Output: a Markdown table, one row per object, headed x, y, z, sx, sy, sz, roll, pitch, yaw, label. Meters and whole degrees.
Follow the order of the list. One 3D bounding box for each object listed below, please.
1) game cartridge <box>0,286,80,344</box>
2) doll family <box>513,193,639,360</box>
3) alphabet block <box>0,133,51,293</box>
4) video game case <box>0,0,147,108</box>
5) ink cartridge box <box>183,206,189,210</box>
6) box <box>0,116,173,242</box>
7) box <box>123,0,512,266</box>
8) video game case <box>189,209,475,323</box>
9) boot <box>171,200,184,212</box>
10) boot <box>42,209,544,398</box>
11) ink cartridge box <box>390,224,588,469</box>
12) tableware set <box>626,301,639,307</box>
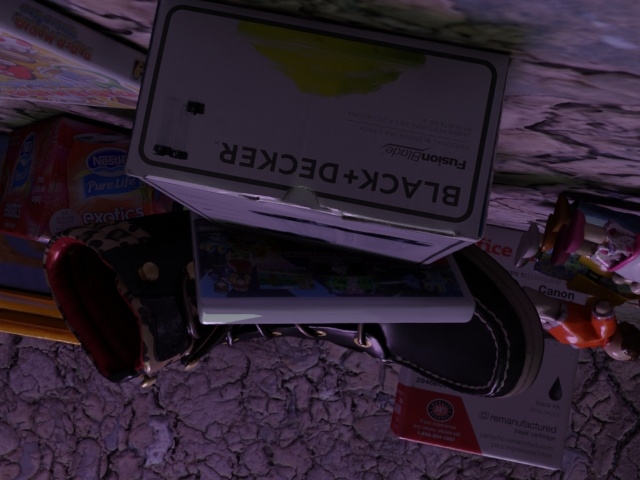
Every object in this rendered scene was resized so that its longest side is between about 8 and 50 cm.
| x | y | z | sx | sy | sz | roll | pitch | yaw | label |
| --- | --- | --- | --- | --- | --- | --- | --- | --- | --- |
| -0.451 | 0.078 | 1.204 | 0.285 | 0.053 | 0.323 | 12 | 175 | -16 | game cartridge |
| 0.267 | 0.018 | 0.782 | 0.163 | 0.118 | 0.263 | 17 | 159 | 1 | doll family |
| -0.386 | -0.029 | 1.228 | 0.193 | 0.192 | 0.197 | 15 | 174 | -26 | alphabet block |
| -0.221 | -0.121 | 0.553 | 0.227 | 0.026 | 0.206 | 9 | 176 | 32 | video game case |
| -0.018 | 0.015 | 1.331 | 0.353 | 0.119 | 0.207 | 8 | 175 | 39 | ink cartridge box |
| -0.259 | -0.052 | 0.974 | 0.128 | 0.123 | 0.257 | 14 | 176 | -29 | box |
| 0.004 | -0.046 | 0.544 | 0.169 | 0.087 | 0.290 | 11 | 177 | 3 | box |
| 0.000 | 0.000 | 0.713 | 0.201 | 0.023 | 0.183 | 1 | -145 | -12 | video game case |
| -0.270 | -0.070 | 1.402 | 0.099 | 0.045 | 0.121 | 12 | 179 | 28 | boot |
| -0.034 | 0.052 | 0.771 | 0.284 | 0.138 | 0.377 | -14 | -146 | -38 | boot |
| 0.209 | 0.121 | 1.112 | 0.197 | 0.273 | 0.114 | 11 | 173 | 2 | ink cartridge box |
| 0.584 | 0.095 | 1.420 | 0.128 | 0.039 | 0.194 | 0 | -175 | -15 | tableware set |
